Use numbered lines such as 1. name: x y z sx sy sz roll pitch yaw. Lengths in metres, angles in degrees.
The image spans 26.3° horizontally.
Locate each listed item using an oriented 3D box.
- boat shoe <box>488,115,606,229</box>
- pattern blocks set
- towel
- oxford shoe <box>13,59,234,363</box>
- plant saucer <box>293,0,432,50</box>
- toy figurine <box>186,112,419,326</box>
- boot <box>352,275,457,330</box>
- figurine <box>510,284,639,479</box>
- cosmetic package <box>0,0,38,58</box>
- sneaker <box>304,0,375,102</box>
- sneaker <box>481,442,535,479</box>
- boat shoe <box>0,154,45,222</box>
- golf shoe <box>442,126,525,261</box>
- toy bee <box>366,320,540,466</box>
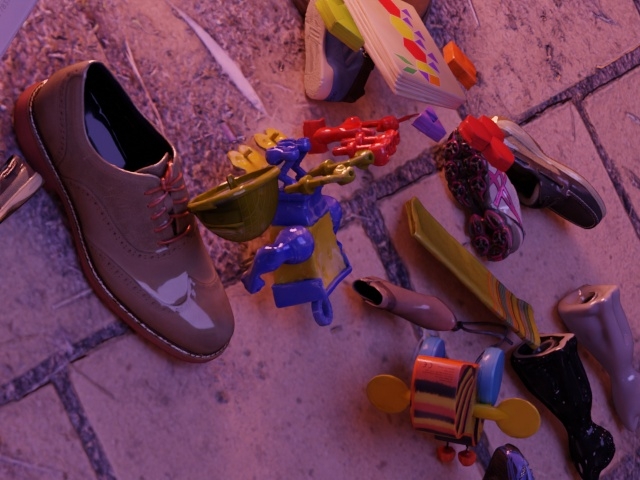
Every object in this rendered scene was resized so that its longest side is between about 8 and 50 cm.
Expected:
1. boat shoe: 0.295 -0.078 1.883 0.223 0.080 0.073 39 59 -17
2. pattern blocks set: 0.098 -0.234 1.666 0.285 0.026 0.325 20 38 -41
3. towel: 0.197 0.042 1.757 0.237 0.021 0.102 42 17 -20
4. oxford shoe: -0.186 -0.026 1.423 0.123 0.130 0.348 -43 103 -40
5. plant saucer: 0.052 -0.379 1.809 0.278 0.041 0.278 14 67 -36
6. toy figurine: 0.000 0.000 1.518 0.362 0.191 0.217 -47 130 -67
7. boot: 0.096 0.076 1.645 0.087 0.118 0.042 13 97 -52
8. figurine: 0.370 0.192 1.850 0.215 0.092 0.209 -39 108 -42
9. cosmetic package: -0.484 -0.305 1.211 0.453 0.230 0.161 39 55 -22
10. sneaker: 0.028 -0.247 1.718 0.084 0.058 0.152 6 83 -34
11. sneaker: 0.184 0.338 1.586 0.087 0.083 0.221 13 100 -25
12. boat shoe: -0.336 -0.032 1.358 0.049 0.056 0.152 49 41 -9
13. golf shoe: 0.219 -0.068 1.824 0.086 0.067 0.186 -31 105 -50
14. toy bee: 0.173 0.198 1.627 0.298 0.195 0.162 -2 100 -51
